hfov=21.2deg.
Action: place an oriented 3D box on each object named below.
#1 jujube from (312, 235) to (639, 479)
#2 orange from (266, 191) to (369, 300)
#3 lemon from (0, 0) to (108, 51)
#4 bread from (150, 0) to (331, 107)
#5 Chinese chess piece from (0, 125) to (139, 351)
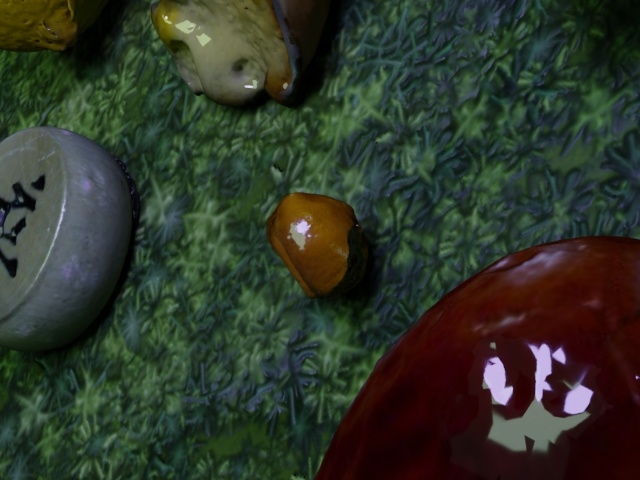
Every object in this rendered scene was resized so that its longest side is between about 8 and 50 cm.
[{"bbox_3d":[0.106,0.141,0.910,0.318,0.223,0.223,-49,44,31],"label":"jujube"},{"bbox_3d":[0.000,0.000,1.170,0.062,0.086,0.086,-39,44,-2],"label":"orange"},{"bbox_3d":[-0.258,-0.249,1.480,0.173,0.173,0.206,-46,61,24],"label":"lemon"},{"bbox_3d":[-0.062,-0.233,1.297,0.174,0.251,0.133,1,31,49],"label":"bread"},{"bbox_3d":[-0.236,-0.002,1.416,0.188,0.083,0.188,-24,56,42],"label":"Chinese chess piece"}]
